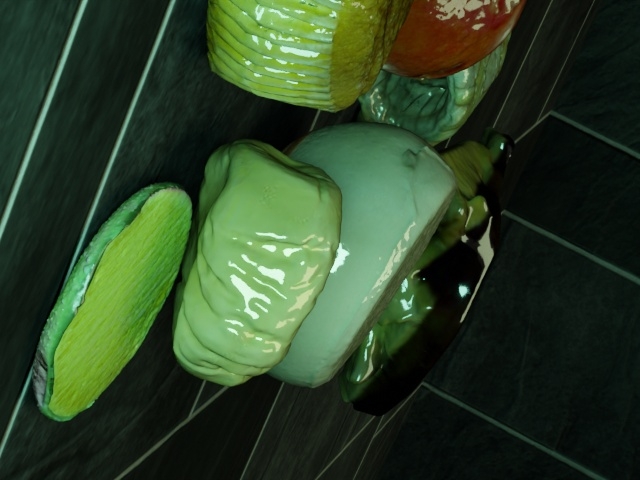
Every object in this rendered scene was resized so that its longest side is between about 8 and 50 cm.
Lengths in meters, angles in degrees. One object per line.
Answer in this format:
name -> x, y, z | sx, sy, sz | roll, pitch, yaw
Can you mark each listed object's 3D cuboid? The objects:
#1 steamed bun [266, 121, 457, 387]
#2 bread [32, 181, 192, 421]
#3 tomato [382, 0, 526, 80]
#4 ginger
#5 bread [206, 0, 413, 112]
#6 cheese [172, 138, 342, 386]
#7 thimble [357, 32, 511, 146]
steamed bun -> 0.000, 0.000, 1.947 | 0.283, 0.177, 0.283 | -56, 174, -8
bread -> -0.177, 0.049, 1.642 | 0.228, 0.033, 0.228 | -59, 167, -22
tomato -> 0.124, -0.271, 1.880 | 0.309, 0.170, 0.309 | -58, 170, -17
ginger -> 0.080, -0.007, 2.375 | 0.413, 0.211, 0.358 | -60, -173, 42
bread -> 0.007, -0.222, 1.553 | 0.253, 0.142, 0.227 | 93, 20, -61
cheese -> -0.065, 0.021, 1.731 | 0.226, 0.117, 0.214 | -146, -105, -77
thimble -> 0.125, -0.204, 2.125 | 0.143, 0.137, 0.190 | -53, 172, -42
